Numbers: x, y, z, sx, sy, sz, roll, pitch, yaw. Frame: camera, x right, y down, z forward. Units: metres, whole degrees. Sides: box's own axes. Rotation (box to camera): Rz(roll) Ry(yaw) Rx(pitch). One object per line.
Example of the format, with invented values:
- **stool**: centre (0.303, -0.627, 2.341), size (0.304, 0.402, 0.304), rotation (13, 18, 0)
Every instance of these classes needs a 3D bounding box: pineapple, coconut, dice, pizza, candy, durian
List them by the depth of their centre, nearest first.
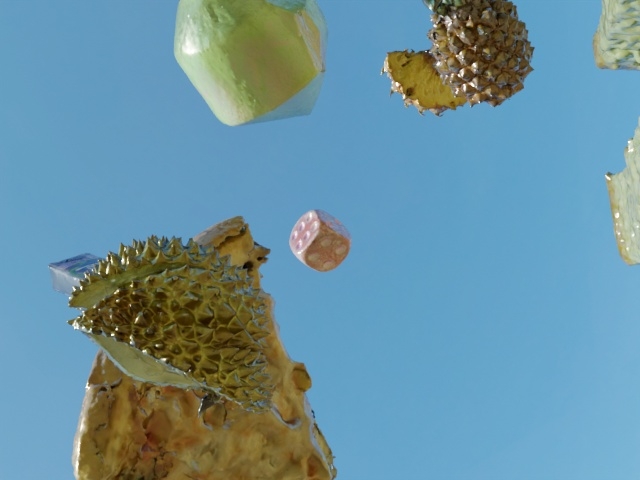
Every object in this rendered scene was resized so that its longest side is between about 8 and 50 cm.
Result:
- **pineapple**: centre (0.117, -0.178, 0.593), size (0.221, 0.083, 0.103), rotation (42, -108, -52)
- **durian**: centre (-0.120, 0.082, 0.708), size (0.237, 0.194, 0.137), rotation (75, -145, -59)
- **pizza**: centre (-0.169, 0.200, 0.994), size (0.392, 0.080, 0.434), rotation (-17, -99, -43)
- **candy**: centre (-0.331, 0.076, 1.186), size (0.088, 0.313, 0.061), rotation (-21, -67, -44)
- **coconut**: centre (-0.117, -0.361, 1.381), size (0.281, 0.328, 0.328), rotation (-36, -61, 3)
- **dice**: centre (0.000, 0.000, 1.438), size (0.091, 0.094, 0.093), rotation (28, -71, -34)
- **pineapple**: centre (0.238, -0.333, 1.615), size (0.250, 0.164, 0.139), rotation (-4, -97, -25)

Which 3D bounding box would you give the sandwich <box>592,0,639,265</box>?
- **sandwich**: centre (0.191, -0.111, 0.329), size (0.122, 0.128, 0.235), rotation (23, -117, -68)
